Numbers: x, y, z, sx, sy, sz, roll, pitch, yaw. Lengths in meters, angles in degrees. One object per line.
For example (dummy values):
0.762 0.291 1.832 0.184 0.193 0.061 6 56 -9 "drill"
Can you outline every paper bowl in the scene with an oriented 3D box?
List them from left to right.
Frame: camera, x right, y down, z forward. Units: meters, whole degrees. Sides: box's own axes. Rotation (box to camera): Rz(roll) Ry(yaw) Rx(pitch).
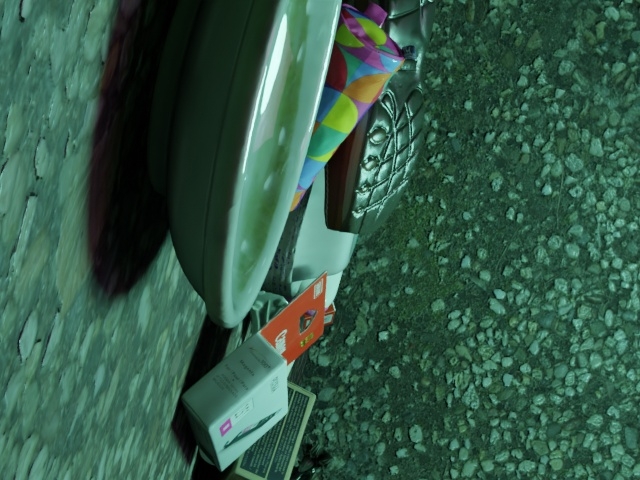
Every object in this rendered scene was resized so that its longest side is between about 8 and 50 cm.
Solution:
-0.015 -0.066 1.599 0.284 0.148 0.284 14 90 -87 "paper bowl"

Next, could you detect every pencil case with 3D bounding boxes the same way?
-0.003 -0.142 1.344 0.236 0.104 0.104 -51 -174 23 "pencil case"

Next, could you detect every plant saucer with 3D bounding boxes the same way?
-0.065 -0.130 1.049 0.400 0.101 0.400 15 90 -85 "plant saucer"

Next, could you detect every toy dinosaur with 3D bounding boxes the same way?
-0.034 0.419 1.860 0.218 0.164 0.322 -51 -159 -7 "toy dinosaur"

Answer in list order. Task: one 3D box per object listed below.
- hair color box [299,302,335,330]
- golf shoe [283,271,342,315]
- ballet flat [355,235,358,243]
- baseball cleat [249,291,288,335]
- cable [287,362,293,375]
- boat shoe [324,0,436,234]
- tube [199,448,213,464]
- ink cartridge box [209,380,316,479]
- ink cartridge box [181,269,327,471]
-0.026 0.044 1.898 0.093 0.053 0.167 99 -23 -73 "hair color box"
0.002 -0.038 1.785 0.140 0.115 0.306 -42 -146 42 "golf shoe"
0.000 0.000 2.249 0.316 0.106 0.107 18 94 -85 "ballet flat"
-0.079 0.078 1.879 0.206 0.072 0.109 102 -11 -51 "baseball cleat"
-0.104 0.288 2.110 0.139 0.072 0.287 -45 150 -71 "cable"
0.047 -0.171 1.437 0.123 0.120 0.323 1 101 -55 "boat shoe"
-0.127 0.239 1.825 0.080 0.052 0.207 -59 -172 34 "tube"
-0.104 0.344 1.880 0.234 0.088 0.193 119 -6 -45 "ink cartridge box"
-0.064 0.176 1.618 0.239 0.060 0.275 -40 165 -14 "ink cartridge box"
